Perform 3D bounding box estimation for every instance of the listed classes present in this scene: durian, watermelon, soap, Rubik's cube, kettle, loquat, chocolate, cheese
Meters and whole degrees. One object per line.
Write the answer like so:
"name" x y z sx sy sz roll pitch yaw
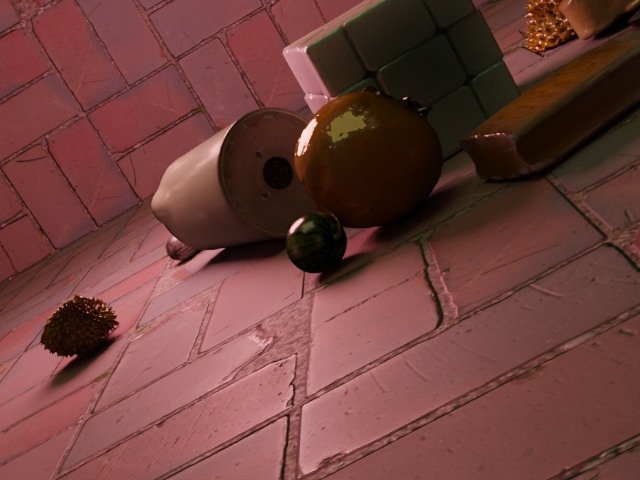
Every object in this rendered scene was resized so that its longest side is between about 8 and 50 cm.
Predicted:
"durian" -0.463 0.181 2.040 0.146 0.102 0.208 -45 -17 17
"watermelon" -0.003 0.004 1.628 0.109 0.109 0.109 -29 13 7
"soap" 0.363 -0.195 1.566 0.274 0.089 0.173 -36 14 -16
"Rubik's cube" 0.150 -0.314 1.994 0.322 0.316 0.319 -33 13 -4
"kettle" -0.122 -0.118 2.132 0.361 0.250 0.377 -14 0 -31
"loquat" 0.081 -0.136 1.663 0.244 0.244 0.244 -29 13 7
"chocolate" -0.291 -0.014 2.411 0.167 0.072 0.072 -38 14 -26
"durian" 0.535 -0.523 2.347 0.183 0.138 0.249 -24 18 -1
"cheese" 0.702 -0.581 2.122 0.384 0.104 0.384 -35 6 4

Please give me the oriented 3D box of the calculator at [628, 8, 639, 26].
"calculator" 0.716 -0.476 1.955 0.194 0.043 0.294 -39 11 -28
